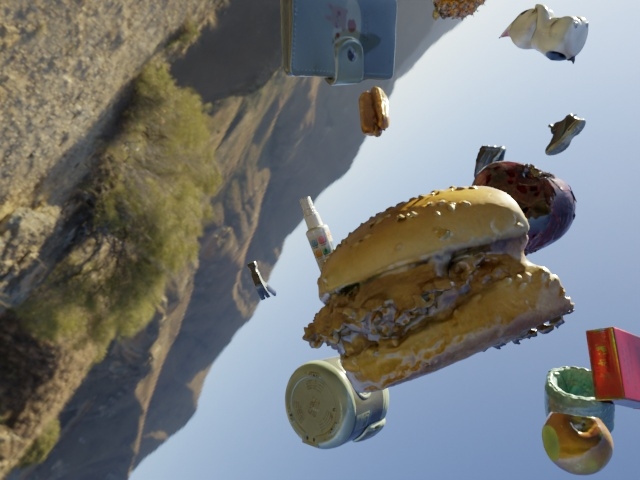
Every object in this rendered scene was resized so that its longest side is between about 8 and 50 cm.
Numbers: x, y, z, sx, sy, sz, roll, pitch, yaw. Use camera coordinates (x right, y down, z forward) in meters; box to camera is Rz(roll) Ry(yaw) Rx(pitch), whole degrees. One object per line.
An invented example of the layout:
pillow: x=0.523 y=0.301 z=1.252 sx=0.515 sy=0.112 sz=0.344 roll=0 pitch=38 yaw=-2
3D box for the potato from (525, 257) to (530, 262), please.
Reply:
potato: x=0.644 y=0.125 z=1.853 sx=0.141 sy=0.176 sz=0.298 roll=-2 pitch=-173 yaw=28

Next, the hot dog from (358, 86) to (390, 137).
hot dog: x=0.157 y=-0.368 z=1.575 sx=0.092 sy=0.062 sz=0.236 roll=-19 pitch=-139 yaw=20

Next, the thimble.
thimble: x=0.797 y=0.499 z=1.692 sx=0.198 sy=0.143 sz=0.235 roll=-12 pitch=-164 yaw=-16

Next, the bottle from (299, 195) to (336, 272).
bottle: x=0.000 y=0.000 z=1.298 sx=0.060 sy=0.217 sz=0.060 roll=-21 pitch=-178 yaw=1

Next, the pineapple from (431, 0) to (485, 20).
pineapple: x=0.363 y=-0.675 z=1.514 sx=0.137 sy=0.175 sz=0.162 roll=-48 pitch=-166 yaw=37

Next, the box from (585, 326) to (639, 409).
box: x=0.898 y=0.378 z=1.573 sx=0.089 sy=0.313 sz=0.198 roll=-26 pitch=-126 yaw=48

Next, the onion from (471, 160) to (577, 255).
onion: x=0.525 y=-0.093 z=1.432 sx=0.281 sy=0.281 sz=0.221 roll=-46 pitch=-169 yaw=29

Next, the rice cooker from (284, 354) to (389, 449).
rice cooker: x=0.060 y=0.508 z=1.735 sx=0.276 sy=0.288 sz=0.288 roll=5 pitch=136 yaw=-51

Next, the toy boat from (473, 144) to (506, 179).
toy boat: x=0.644 y=-0.243 z=1.981 sx=0.129 sy=0.142 sz=0.309 roll=-51 pitch=152 yaw=-16

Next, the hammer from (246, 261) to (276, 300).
hammer: x=-0.157 y=0.138 z=1.579 sx=0.029 sy=0.103 sz=0.246 roll=-23 pitch=162 yaw=0

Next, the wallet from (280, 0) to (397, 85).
wallet: x=0.054 y=-0.514 z=1.337 sx=0.360 sy=0.253 sz=0.083 roll=-13 pitch=-162 yaw=-37

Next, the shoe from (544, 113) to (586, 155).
shoe: x=0.856 y=-0.387 z=1.942 sx=0.071 sy=0.099 sz=0.169 roll=6 pitch=131 yaw=-46

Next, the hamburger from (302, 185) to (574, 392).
hamburger: x=0.121 y=0.092 z=0.856 sx=0.286 sy=0.269 sz=0.445 roll=-13 pitch=167 yaw=-33

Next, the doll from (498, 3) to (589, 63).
doll: x=0.527 y=-0.486 z=1.262 sx=0.110 sy=0.180 sz=0.107 roll=-17 pitch=133 yaw=-36

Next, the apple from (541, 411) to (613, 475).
apple: x=0.648 y=0.500 z=1.362 sx=0.147 sy=0.146 sz=0.163 roll=85 pitch=0 yaw=-51
